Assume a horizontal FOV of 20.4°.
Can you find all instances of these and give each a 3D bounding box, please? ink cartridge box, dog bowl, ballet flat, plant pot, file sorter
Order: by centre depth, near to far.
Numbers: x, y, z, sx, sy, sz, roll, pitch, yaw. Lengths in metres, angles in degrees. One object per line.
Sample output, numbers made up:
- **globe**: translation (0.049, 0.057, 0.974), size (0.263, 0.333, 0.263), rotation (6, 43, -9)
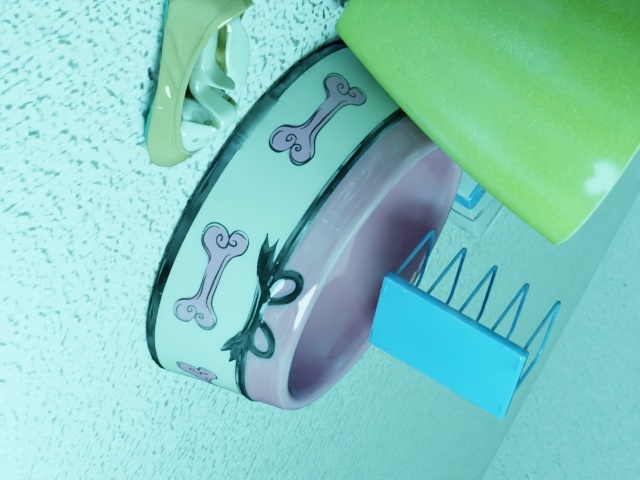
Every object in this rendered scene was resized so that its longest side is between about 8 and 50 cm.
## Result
- **ballet flat**: translation (-0.099, -0.129, 1.481), size (0.080, 0.073, 0.232), rotation (-45, 160, -34)
- **plant pot**: translation (0.172, -0.186, 1.716), size (0.275, 0.293, 0.275), rotation (-59, -178, 4)
- **dog bowl**: translation (0.000, 0.000, 1.866), size (0.408, 0.150, 0.408), rotation (-51, 162, -24)
- **file sorter**: translation (0.157, 0.085, 1.912), size (0.104, 0.170, 0.118), rotation (-49, 162, -35)
- **ink cartridge box**: translation (0.218, -0.100, 2.420), size (0.139, 0.082, 0.190), rotation (-55, 164, -8)
